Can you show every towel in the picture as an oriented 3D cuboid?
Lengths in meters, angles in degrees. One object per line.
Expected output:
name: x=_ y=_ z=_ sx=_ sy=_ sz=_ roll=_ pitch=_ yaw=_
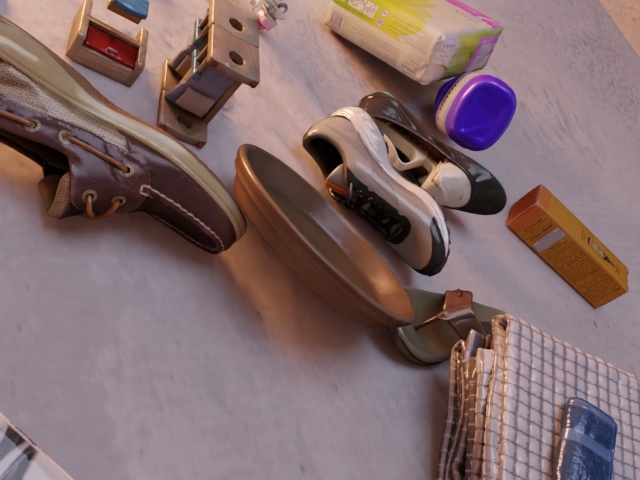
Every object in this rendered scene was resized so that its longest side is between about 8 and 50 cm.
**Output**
towel: x=0.282 y=0.228 z=0.785 sx=0.067 sy=0.029 sz=0.119 roll=35 pitch=50 yaw=-7
towel: x=0.254 y=0.253 z=0.853 sx=0.235 sy=0.121 sz=0.283 roll=25 pitch=52 yaw=-17

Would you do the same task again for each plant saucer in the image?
plant saucer: x=0.000 y=0.000 z=0.841 sx=0.278 sy=0.041 sz=0.278 roll=43 pitch=11 yaw=-10

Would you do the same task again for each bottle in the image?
bottle: x=0.248 y=-0.226 z=1.247 sx=0.092 sy=0.118 sz=0.283 roll=30 pitch=14 yaw=-7

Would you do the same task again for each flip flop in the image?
flip flop: x=0.190 y=0.107 z=0.976 sx=0.277 sy=0.080 sz=0.112 roll=12 pitch=49 yaw=-35

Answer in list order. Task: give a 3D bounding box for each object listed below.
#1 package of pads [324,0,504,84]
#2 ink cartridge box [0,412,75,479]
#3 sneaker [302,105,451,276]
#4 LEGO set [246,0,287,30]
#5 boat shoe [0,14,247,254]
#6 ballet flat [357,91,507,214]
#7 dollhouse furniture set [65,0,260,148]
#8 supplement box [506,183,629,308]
package of pads: x=0.179 y=-0.382 z=1.335 sx=0.229 sy=0.101 sz=0.297 roll=37 pitch=34 yaw=20
ink cartridge box: x=-0.274 y=0.185 z=0.334 sx=0.395 sy=0.166 sz=0.285 roll=45 pitch=54 yaw=-4
sneaker: x=0.072 y=-0.058 z=1.011 sx=0.108 sy=0.100 sz=0.271 roll=-26 pitch=73 yaw=-37
LEGO set: x=-0.149 y=-0.454 z=1.161 sx=0.132 sy=0.107 sz=0.286 roll=56 pitch=11 yaw=-57
boat shoe: x=-0.228 y=-0.071 z=0.723 sx=0.342 sy=0.123 sz=0.123 roll=39 pitch=67 yaw=-28
ballet flat: x=0.158 y=-0.116 z=1.148 sx=0.280 sy=0.095 sz=0.096 roll=38 pitch=47 yaw=4
dollhouse furniture set: x=-0.183 y=-0.222 z=0.864 sx=0.184 sy=0.129 sz=0.128 roll=23 pitch=44 yaw=-31
supplement box: x=0.442 y=0.012 z=1.313 sx=0.233 sy=0.080 sz=0.078 roll=41 pitch=38 yaw=-7
